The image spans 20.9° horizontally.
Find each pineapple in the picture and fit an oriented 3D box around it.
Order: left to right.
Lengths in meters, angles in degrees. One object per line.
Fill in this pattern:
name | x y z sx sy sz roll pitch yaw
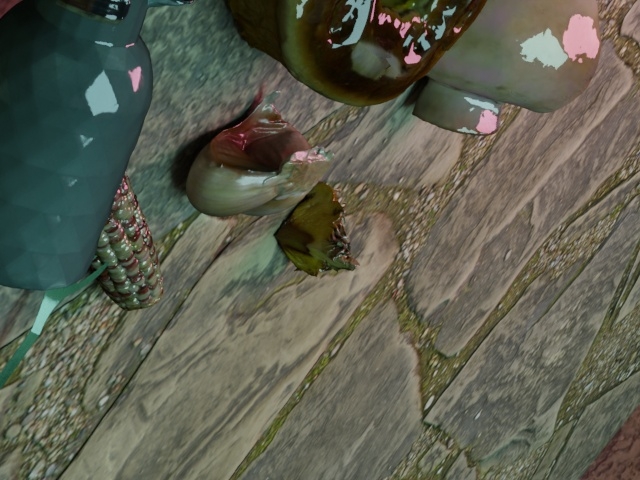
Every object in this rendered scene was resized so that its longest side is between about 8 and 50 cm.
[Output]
pineapple | 0.000 0.000 1.919 0.077 0.114 0.114 4 111 -39

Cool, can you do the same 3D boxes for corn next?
corn | -0.192 -0.003 1.612 0.079 0.079 0.237 -48 151 -18

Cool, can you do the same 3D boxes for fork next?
fork | -0.277 0.095 1.609 0.039 0.021 0.235 29 110 -30

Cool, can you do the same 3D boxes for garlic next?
garlic | -0.066 -0.074 1.744 0.174 0.099 0.124 -10 145 -50

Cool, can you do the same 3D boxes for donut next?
donut | 0.056 -0.286 1.670 0.330 0.160 0.330 -26 135 -30

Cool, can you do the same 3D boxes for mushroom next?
mushroom | 0.198 -0.215 1.936 0.162 0.173 0.236 -10 127 -52

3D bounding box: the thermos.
thermos | -0.224 -0.114 1.374 0.145 0.182 0.286 -97 -154 -61
